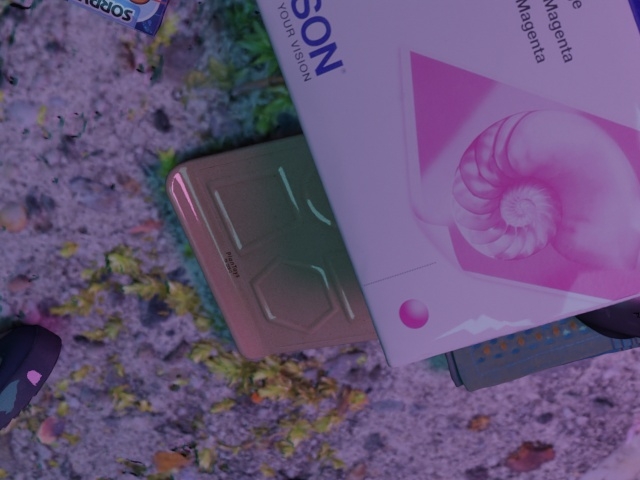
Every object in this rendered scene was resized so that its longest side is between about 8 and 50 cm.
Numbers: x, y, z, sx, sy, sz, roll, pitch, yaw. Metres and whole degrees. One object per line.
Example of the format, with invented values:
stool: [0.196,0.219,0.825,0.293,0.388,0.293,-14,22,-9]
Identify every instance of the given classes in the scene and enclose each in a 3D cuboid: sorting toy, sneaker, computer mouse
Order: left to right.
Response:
sneaker: [-0.378,0.143,0.975,0.319,0.112,0.131,-31,116,17]
sorting toy: [0.000,0.000,0.904,0.208,0.038,0.193,-13,115,20]
computer mouse: [0.310,0.069,0.891,0.242,0.041,0.071,15,116,-5]

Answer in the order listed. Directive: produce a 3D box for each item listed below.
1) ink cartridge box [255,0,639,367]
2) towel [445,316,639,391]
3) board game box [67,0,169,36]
ink cartridge box: [0.145,-0.112,0.743,0.330,0.071,0.324,-20,91,21]
towel: [0.193,-0.065,0.876,0.271,0.040,0.370,-15,115,10]
board game box: [-0.189,-0.249,0.794,0.201,0.035,0.136,21,117,-8]
